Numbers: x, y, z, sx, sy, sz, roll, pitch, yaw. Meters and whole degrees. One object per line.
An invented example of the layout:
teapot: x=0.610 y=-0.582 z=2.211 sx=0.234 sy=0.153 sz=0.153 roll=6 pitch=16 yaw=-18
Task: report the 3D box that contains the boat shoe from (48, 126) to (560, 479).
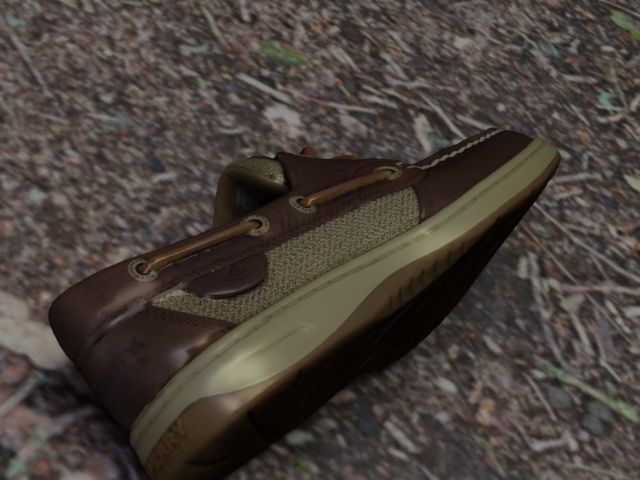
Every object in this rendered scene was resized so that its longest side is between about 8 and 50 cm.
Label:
boat shoe: x=0.000 y=0.000 z=0.920 sx=0.123 sy=0.123 sz=0.342 roll=44 pitch=43 yaw=12
